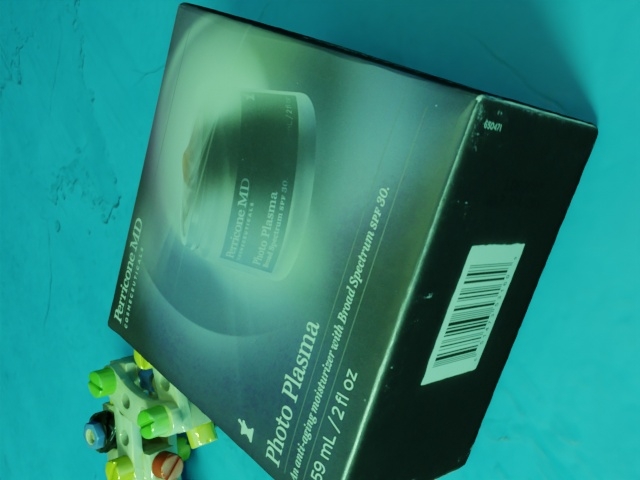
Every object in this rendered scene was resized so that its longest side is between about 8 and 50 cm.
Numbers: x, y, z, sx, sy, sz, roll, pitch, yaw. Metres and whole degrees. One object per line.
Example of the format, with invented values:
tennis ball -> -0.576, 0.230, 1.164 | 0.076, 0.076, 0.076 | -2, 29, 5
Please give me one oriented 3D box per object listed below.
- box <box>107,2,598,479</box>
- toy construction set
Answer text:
box -> 0.000, 0.000, 0.548 | 0.294, 0.183, 0.296 | 29, 110, 39
toy construction set -> -0.170, 0.253, 0.738 | 0.215, 0.151, 0.327 | -3, 78, 41
